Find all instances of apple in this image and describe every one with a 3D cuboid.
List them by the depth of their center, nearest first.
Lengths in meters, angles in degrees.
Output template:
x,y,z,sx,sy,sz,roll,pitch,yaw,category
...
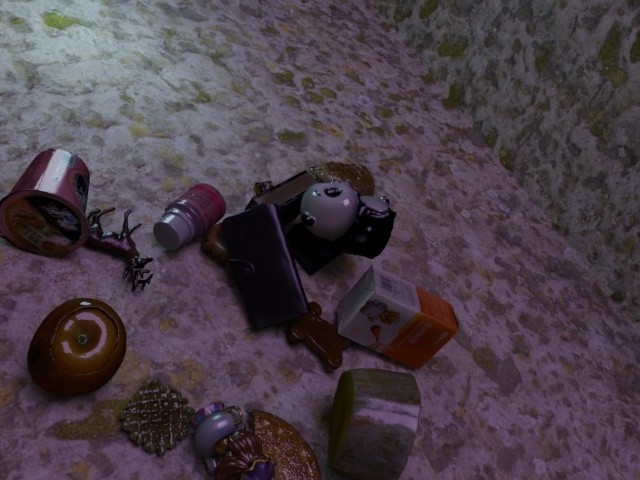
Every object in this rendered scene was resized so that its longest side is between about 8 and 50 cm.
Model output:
x,y,z,sx,sy,sz,roll,pitch,yaw,category
-0.583,0.252,1.473,0.236,0.207,0.237,17,47,-19,apple

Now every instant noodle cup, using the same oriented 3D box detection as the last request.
x,y,z,sx,sy,sz,roll,pitch,yaw,category
-0.750,-0.120,1.707,0.244,0.244,0.255,17,36,-21,instant noodle cup

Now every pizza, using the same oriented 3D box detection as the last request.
x,y,z,sx,sy,sz,roll,pitch,yaw,category
-0.116,0.578,1.618,0.292,0.058,0.197,43,42,9,pizza

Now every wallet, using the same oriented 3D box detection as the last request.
x,y,z,sx,sy,sz,roll,pitch,yaw,category
-0.175,0.077,1.894,0.197,0.051,0.378,-17,82,-1,wallet

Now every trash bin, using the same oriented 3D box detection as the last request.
x,y,z,sx,sy,sz,roll,pitch,yaw,category
0.000,0.000,2.192,0.165,0.115,0.225,47,38,11,trash bin

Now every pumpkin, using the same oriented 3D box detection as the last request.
x,y,z,sx,sy,sz,roll,pitch,yaw,category
0.127,0.501,1.687,0.199,0.332,0.332,19,43,-2,pumpkin
-0.200,-0.180,2.254,0.074,0.054,0.083,-12,65,-36,pumpkin

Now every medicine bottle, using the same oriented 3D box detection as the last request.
x,y,z,sx,sy,sz,roll,pitch,yaw,category
-0.416,-0.074,1.940,0.147,0.147,0.247,38,41,1,medicine bottle

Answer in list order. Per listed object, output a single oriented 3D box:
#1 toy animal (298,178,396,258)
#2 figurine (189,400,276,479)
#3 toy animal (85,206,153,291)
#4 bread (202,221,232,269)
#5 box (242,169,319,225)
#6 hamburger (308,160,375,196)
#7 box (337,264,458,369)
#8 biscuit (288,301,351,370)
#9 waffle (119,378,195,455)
x,y,z,sx,sy,sz,roll,pitch,yaw,category
0.079,-0.080,2.068,0.310,0.251,0.251,18,44,-10,toy animal
-0.216,0.524,1.499,0.142,0.189,0.263,4,32,-47,figurine
-0.597,0.022,1.790,0.243,0.087,0.260,10,48,-9,toy animal
-0.274,0.040,1.981,0.225,0.081,0.134,40,46,1,bread
-0.153,-0.110,2.113,0.084,0.198,0.310,46,41,8,box
0.078,-0.200,2.378,0.288,0.168,0.192,-1,52,-36,hamburger
0.253,0.259,2.015,0.341,0.225,0.143,27,32,-17,box
-0.037,0.275,1.956,0.301,0.049,0.197,39,32,0,biscuit
-0.410,0.446,1.548,0.169,0.036,0.183,38,42,-2,waffle
